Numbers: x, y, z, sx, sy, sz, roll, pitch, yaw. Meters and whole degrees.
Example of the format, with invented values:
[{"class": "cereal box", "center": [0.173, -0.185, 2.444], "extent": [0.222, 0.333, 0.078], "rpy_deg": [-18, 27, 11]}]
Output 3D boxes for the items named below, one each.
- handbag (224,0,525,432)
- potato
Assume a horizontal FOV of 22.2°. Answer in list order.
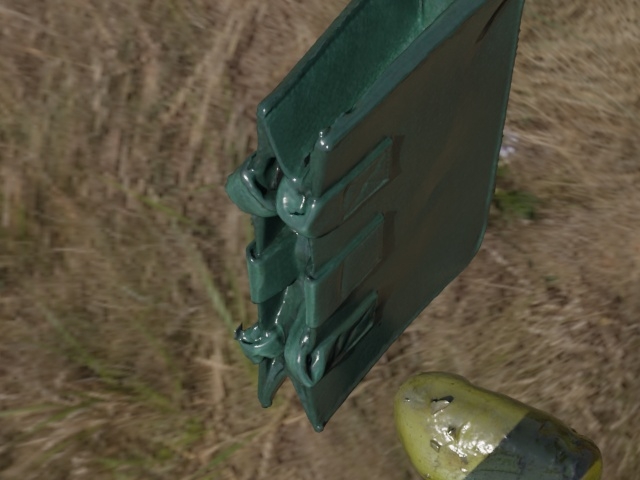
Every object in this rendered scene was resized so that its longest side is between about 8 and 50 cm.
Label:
[{"class": "handbag", "center": [0.036, -0.036, 1.132], "extent": [0.089, 0.326, 0.238], "rpy_deg": [30, 56, 20]}, {"class": "potato", "center": [0.150, 0.176, 1.398], "extent": [0.188, 0.085, 0.105], "rpy_deg": [16, 121, 16]}]
